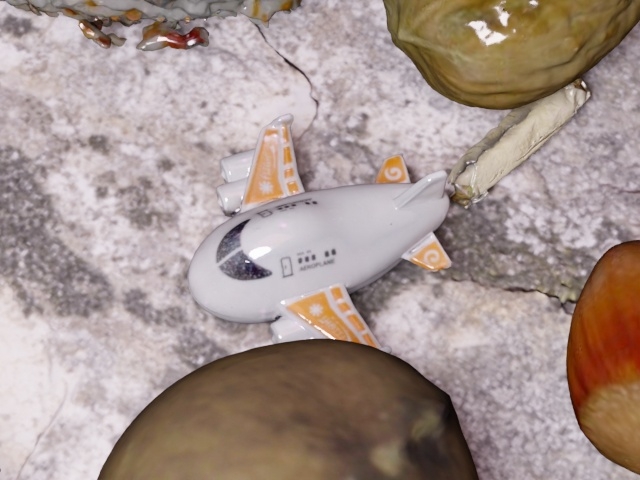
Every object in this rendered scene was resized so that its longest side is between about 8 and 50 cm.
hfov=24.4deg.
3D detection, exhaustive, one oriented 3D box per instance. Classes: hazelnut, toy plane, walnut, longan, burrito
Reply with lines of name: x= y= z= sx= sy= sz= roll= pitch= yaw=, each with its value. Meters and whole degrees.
hazelnut: x=0.295 y=0.107 z=1.244 sx=0.210 sy=0.210 sz=0.186 roll=24 pitch=91 yaw=8
toy plane: x=0.000 y=0.000 z=1.302 sx=0.244 sy=0.117 sz=0.245 roll=1 pitch=67 yaw=-3
walnut: x=0.187 y=-0.251 z=1.356 sx=0.283 sy=0.283 sz=0.227 roll=-32 pitch=97 yaw=-15
longan: x=-0.022 y=0.225 z=1.107 sx=0.318 sy=0.319 sz=0.319 roll=1 pitch=66 yaw=-2
burrito: x=0.186 y=-0.099 z=1.396 sx=0.185 sy=0.041 sz=0.045 roll=-39 pitch=115 yaw=-18

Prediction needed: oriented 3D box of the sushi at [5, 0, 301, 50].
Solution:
sushi: x=-0.164 y=-0.364 z=1.422 sx=0.417 sy=0.176 sz=0.418 roll=1 pitch=66 yaw=-2
